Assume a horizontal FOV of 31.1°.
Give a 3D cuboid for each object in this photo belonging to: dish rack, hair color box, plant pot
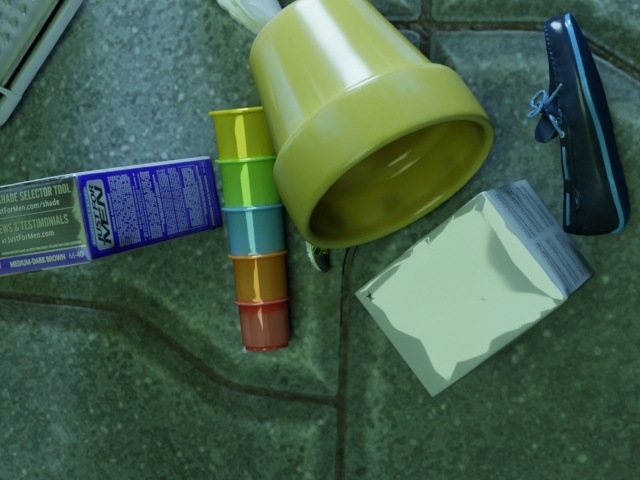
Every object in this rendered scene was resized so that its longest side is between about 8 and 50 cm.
[{"bbox_3d":[-0.494,-0.328,1.553,0.333,0.285,0.072,-51,35,19],"label":"dish rack"},{"bbox_3d":[-0.280,-0.033,1.429,0.185,0.339,0.110,-8,93,22],"label":"hair color box"},{"bbox_3d":[0.039,-0.156,1.353,0.254,0.254,0.239,-37,67,21],"label":"plant pot"}]

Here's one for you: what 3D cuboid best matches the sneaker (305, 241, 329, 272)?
[{"bbox_3d":[0.000,0.000,1.489,0.035,0.031,0.083,-16,90,22],"label":"sneaker"}]

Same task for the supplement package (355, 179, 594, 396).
[{"bbox_3d":[0.184,0.049,1.329,0.194,0.203,0.149,-40,81,21],"label":"supplement package"}]

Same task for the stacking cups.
[{"bbox_3d":[-0.077,-0.016,1.491,0.096,0.096,0.316,-5,98,22],"label":"stacking cups"}]

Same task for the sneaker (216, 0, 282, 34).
[{"bbox_3d":[-0.095,-0.362,1.454,0.115,0.090,0.232,-35,84,18],"label":"sneaker"}]

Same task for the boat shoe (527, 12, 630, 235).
[{"bbox_3d":[0.284,-0.128,1.322,0.089,0.109,0.258,-12,90,26],"label":"boat shoe"}]
